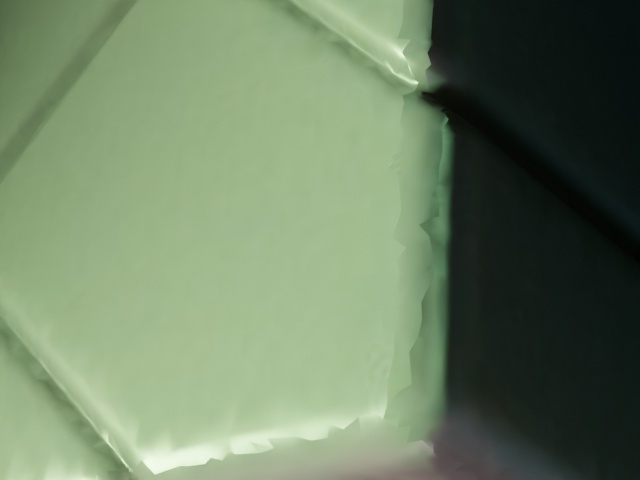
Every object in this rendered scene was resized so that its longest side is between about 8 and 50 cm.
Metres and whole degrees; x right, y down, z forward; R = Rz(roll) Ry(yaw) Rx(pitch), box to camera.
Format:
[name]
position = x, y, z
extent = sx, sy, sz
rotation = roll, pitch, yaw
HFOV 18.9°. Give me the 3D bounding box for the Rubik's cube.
[Rubik's cube]
position = 0.000, 0.000, 0.623
extent = 0.319, 0.321, 0.316
rotation = -17, 144, 33
